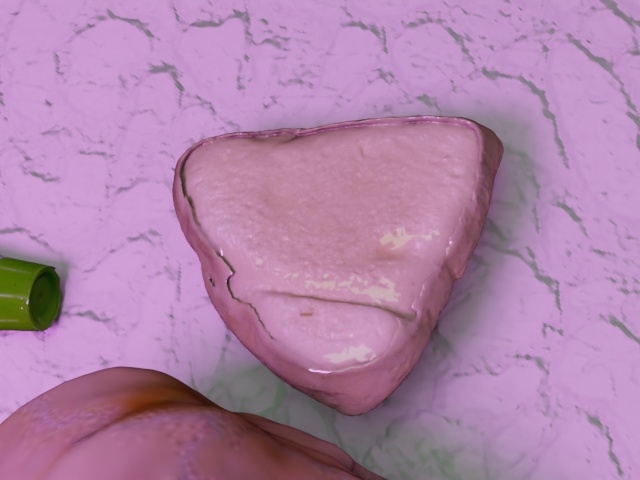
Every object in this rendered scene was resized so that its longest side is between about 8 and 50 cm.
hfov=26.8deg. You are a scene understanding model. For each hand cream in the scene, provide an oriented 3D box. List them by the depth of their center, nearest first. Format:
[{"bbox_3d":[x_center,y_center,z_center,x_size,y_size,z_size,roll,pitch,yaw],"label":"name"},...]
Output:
[{"bbox_3d":[-0.331,0.032,1.012,0.275,0.050,0.079,5,50,16],"label":"hand cream"}]

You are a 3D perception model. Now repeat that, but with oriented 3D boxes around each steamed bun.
[{"bbox_3d":[0.009,0.023,0.920,0.231,0.110,0.212,-2,56,12],"label":"steamed bun"}]

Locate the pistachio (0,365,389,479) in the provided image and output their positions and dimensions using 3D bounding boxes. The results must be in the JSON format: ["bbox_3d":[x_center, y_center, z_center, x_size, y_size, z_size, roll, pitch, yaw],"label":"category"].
[{"bbox_3d":[-0.057,0.285,0.785,0.365,0.281,0.445,-23,86,-7],"label":"pistachio"}]
